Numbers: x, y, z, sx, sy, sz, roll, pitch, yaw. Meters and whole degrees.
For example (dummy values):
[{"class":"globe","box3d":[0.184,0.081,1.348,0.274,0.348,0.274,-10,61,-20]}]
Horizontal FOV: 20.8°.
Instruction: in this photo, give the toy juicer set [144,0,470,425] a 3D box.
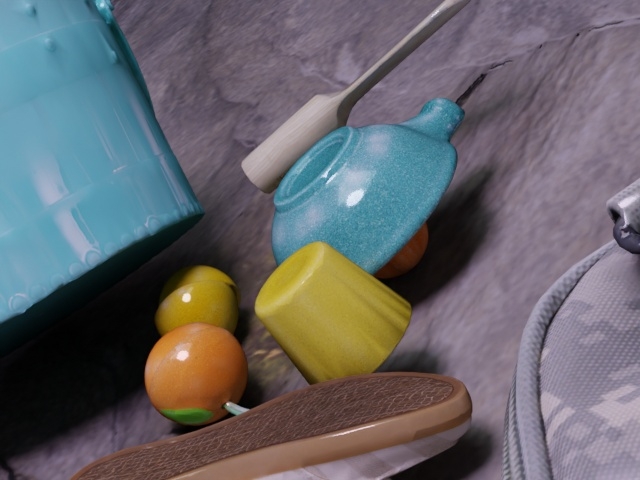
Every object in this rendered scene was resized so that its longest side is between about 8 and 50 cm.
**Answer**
[{"class":"toy juicer set","box3d":[0.000,0.000,1.055,0.209,0.089,0.329,-33,21,36]}]

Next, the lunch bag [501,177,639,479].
[{"class":"lunch bag","box3d":[0.164,0.145,0.343,0.212,0.305,0.256,-28,28,-5]}]

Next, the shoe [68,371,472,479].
[{"class":"shoe","box3d":[-0.023,0.118,0.872,0.219,0.058,0.076,-17,17,17]}]

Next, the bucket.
[{"class":"bucket","box3d":[-0.220,-0.028,1.097,0.281,0.183,0.281,-32,-1,-1]}]
